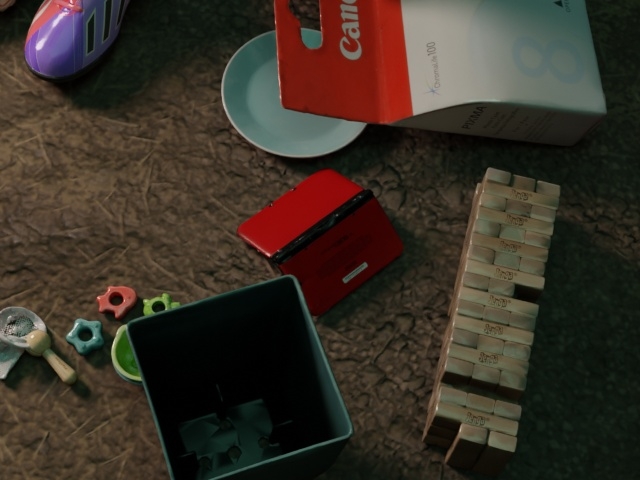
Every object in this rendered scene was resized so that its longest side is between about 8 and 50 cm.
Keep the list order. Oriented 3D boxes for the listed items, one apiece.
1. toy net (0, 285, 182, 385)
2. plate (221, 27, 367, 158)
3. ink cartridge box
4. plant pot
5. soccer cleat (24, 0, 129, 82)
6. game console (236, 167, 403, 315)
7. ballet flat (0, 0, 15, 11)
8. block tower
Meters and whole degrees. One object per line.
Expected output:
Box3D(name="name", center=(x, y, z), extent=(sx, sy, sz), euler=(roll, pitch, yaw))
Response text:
Box3D(name="toy net", center=(-0.269, 0.095, 1.322), extent=(0.232, 0.045, 0.122), euler=(5, 63, -3))
Box3D(name="plate", center=(-0.027, -0.176, 1.492), extent=(0.188, 0.024, 0.188), euler=(2, 62, -4))
Box3D(name="ink cartridge box", center=(0.138, -0.283, 1.480), extent=(0.384, 0.091, 0.308), euler=(6, 63, -19))
Box3D(name="plant pot", center=(-0.081, 0.173, 1.194), extent=(0.165, 0.234, 0.166), euler=(-16, 66, -12))
Box3D(name="soccer cleat", center=(-0.266, -0.333, 1.496), extent=(0.108, 0.116, 0.318), euler=(26, 64, 8))
Box3D(name="game console", center=(0.000, 0.000, 1.412), extent=(0.144, 0.085, 0.124), euler=(-36, 103, -20))
Box3D(name="ballet flat", center=(-0.427, -0.305, 1.500), extent=(0.248, 0.086, 0.086), euler=(-25, 68, -15))
Box3D(name="block tower", center=(0.189, 0.078, 1.345), extent=(0.090, 0.097, 0.336), euler=(14, 62, 1))
